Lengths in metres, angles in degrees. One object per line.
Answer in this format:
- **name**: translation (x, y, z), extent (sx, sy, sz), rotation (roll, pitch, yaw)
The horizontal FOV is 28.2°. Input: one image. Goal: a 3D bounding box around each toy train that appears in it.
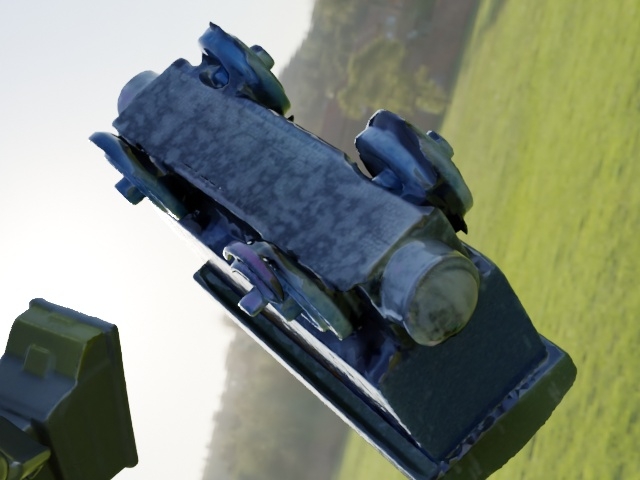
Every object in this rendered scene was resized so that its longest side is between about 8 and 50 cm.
- **toy train**: translation (0.000, 0.000, 0.728), extent (0.131, 0.299, 0.202), rotation (-44, -47, -8)

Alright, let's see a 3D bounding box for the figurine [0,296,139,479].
- **figurine**: translation (-0.260, 0.171, 0.791), extent (0.285, 0.167, 0.343), rotation (-39, -18, -43)
